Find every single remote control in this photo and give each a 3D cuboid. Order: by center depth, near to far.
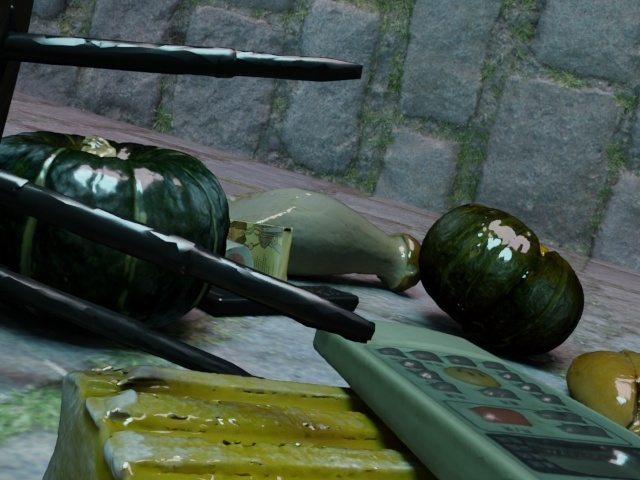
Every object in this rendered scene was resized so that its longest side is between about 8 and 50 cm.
[{"bbox_3d":[0.091,0.091,0.427,0.123,0.038,0.285,12,7,-19],"label":"remote control"},{"bbox_3d":[-0.049,0.068,0.944,0.063,0.025,0.245,21,11,41],"label":"remote control"}]

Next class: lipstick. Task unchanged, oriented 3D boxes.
[{"bbox_3d":[-0.164,0.017,0.991,0.063,0.057,0.186,-28,30,-35],"label":"lipstick"}]

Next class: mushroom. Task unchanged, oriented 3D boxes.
[{"bbox_3d":[0.000,0.000,1.158,0.350,0.128,0.128,15,8,-28],"label":"mushroom"}]

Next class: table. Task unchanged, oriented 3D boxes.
[{"bbox_3d":[-0.118,-0.011,0.513,0.249,0.317,0.317,16,8,-12],"label":"table"}]

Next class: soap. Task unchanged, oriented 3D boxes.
[{"bbox_3d":[0.011,0.137,0.414,0.274,0.089,0.173,10,7,-29],"label":"soap"}]

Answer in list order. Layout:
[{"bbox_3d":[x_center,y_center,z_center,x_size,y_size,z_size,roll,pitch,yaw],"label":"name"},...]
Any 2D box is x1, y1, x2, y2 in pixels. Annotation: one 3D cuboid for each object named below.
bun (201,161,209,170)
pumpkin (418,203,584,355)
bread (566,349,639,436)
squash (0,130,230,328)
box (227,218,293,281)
[{"bbox_3d":[-0.276,-0.121,1.605,0.115,0.069,0.115,1,-7,0],"label":"bun"},{"bbox_3d":[0.233,0.055,1.049,0.238,0.159,0.238,35,3,-2],"label":"pumpkin"},{"bbox_3d":[0.328,0.158,0.860,0.114,0.077,0.189,20,7,8],"label":"bread"},{"bbox_3d":[-0.210,-0.015,0.739,0.252,0.165,0.252,15,11,-3],"label":"squash"},{"bbox_3d":[-0.098,0.011,0.987,0.149,0.073,0.020,8,1,39],"label":"box"}]
